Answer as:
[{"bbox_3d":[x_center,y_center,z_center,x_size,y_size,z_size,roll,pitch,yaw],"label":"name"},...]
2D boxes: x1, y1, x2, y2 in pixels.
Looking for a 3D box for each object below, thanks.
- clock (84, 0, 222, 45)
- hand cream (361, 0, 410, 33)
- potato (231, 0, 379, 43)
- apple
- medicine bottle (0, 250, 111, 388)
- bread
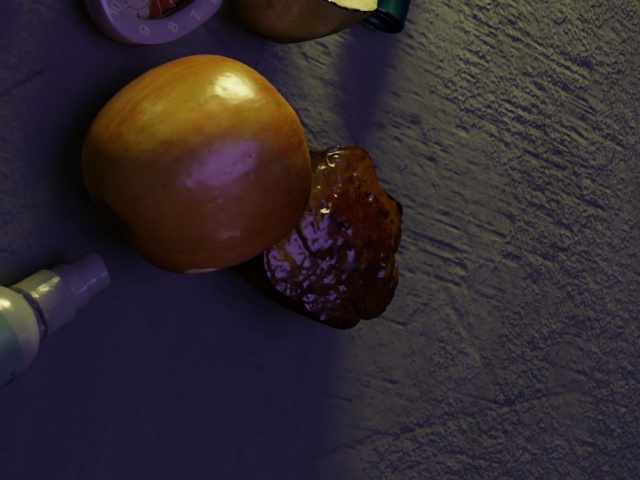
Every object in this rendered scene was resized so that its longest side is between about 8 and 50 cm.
[{"bbox_3d":[-0.191,-0.311,1.813,0.172,0.064,0.198,30,73,-41],"label":"clock"},{"bbox_3d":[0.099,-0.414,2.097,0.120,0.061,0.270,24,69,-37],"label":"hand cream"},{"bbox_3d":[-0.039,-0.296,1.923,0.117,0.182,0.202,-54,159,21],"label":"potato"},{"bbox_3d":[-0.141,-0.077,1.774,0.241,0.242,0.242,-31,115,-24],"label":"apple"},{"bbox_3d":[-0.363,0.110,1.652,0.352,0.110,0.110,-34,116,-37],"label":"medicine bottle"},{"bbox_3d":[0.008,-0.009,1.981,0.247,0.135,0.232,28,74,-41],"label":"bread"}]
